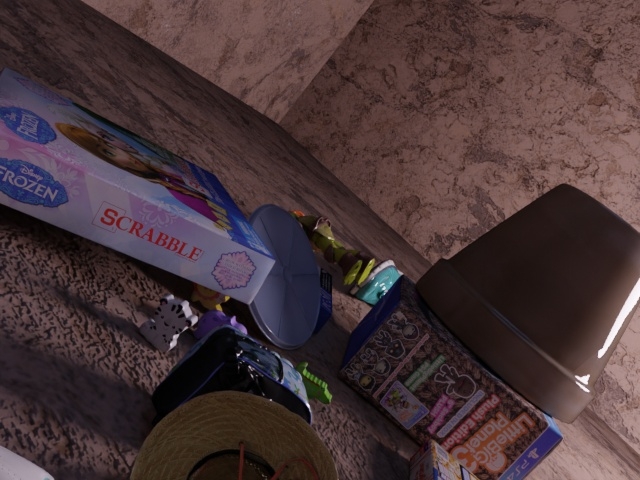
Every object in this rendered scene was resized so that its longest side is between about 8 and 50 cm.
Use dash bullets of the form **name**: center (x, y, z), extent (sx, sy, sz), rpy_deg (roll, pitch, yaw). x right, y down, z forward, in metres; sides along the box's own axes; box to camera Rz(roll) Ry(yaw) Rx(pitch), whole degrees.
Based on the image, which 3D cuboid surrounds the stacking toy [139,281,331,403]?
- **stacking toy**: center (-0.076, 0.123, 0.686), extent (0.221, 0.052, 0.167), rpy_deg (41, 11, 1)

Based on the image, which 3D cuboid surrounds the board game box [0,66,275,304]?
- **board game box**: center (-0.240, -0.075, 0.747), extent (0.318, 0.066, 0.319), rpy_deg (26, 11, -30)

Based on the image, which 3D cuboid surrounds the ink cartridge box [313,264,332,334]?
- **ink cartridge box**: center (-0.030, 0.076, 1.044), extent (0.097, 0.046, 0.207), rpy_deg (37, 11, -7)

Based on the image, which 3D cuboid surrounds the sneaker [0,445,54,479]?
- **sneaker**: center (-0.146, 0.149, 0.301), extent (0.212, 0.080, 0.094), rpy_deg (41, -1, 14)

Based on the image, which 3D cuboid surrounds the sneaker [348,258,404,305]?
- **sneaker**: center (0.155, 0.116, 1.382), extent (0.110, 0.107, 0.275), rpy_deg (56, 17, 25)

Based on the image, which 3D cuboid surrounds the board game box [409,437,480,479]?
- **board game box**: center (0.190, 0.336, 0.735), extent (0.193, 0.045, 0.147), rpy_deg (41, 10, 4)

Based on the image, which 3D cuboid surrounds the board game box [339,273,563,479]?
- **board game box**: center (0.191, 0.214, 0.976), extent (0.291, 0.141, 0.232), rpy_deg (40, 10, 1)

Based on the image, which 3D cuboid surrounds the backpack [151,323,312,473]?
- **backpack**: center (-0.069, 0.132, 0.528), extent (0.114, 0.105, 0.084), rpy_deg (40, 10, -29)

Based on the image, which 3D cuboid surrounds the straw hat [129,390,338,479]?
- **straw hat**: center (-0.064, 0.181, 0.447), extent (0.144, 0.144, 0.061), rpy_deg (40, -30, 1)

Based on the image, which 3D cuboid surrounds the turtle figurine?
- **turtle figurine**: center (0.000, 0.000, 1.233), extent (0.217, 0.087, 0.269), rpy_deg (34, -1, 20)

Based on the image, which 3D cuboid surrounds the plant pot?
- **plant pot**: center (0.363, 0.072, 1.008), extent (0.323, 0.280, 0.323), rpy_deg (38, 9, -7)

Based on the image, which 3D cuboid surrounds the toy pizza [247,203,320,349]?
- **toy pizza**: center (-0.059, 0.050, 0.867), extent (0.201, 0.032, 0.201), rpy_deg (36, 48, -54)
